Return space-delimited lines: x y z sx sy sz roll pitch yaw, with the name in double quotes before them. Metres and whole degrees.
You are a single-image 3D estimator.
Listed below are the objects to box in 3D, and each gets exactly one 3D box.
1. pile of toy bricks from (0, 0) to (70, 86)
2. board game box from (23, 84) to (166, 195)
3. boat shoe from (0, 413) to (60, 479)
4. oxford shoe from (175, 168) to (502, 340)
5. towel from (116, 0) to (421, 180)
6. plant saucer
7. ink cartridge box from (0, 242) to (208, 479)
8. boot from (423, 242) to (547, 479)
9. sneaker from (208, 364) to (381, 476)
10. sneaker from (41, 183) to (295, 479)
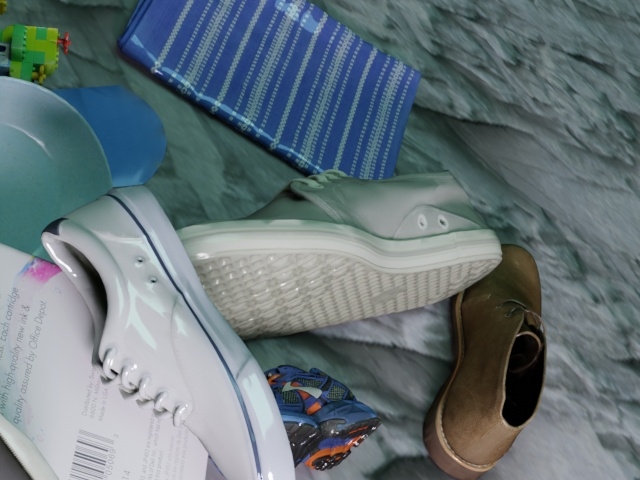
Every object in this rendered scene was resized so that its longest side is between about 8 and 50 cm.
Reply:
"pile of toy bricks" -0.272 -0.168 1.030 0.105 0.118 0.212 4 53 -13
"board game box" -0.224 -0.081 1.066 0.168 0.033 0.133 -7 50 -19
"boat shoe" -0.245 0.103 0.707 0.228 0.081 0.068 50 41 -2
"oxford shoe" 0.000 0.000 1.091 0.449 0.169 0.130 -5 65 -48
"towel" -0.042 -0.197 1.297 0.336 0.040 0.243 32 45 -15
"plant saucer" -0.266 -0.035 0.960 0.194 0.037 0.195 -2 93 -31
"ink cartridge box" -0.258 0.111 0.837 0.353 0.119 0.207 24 48 -23
"boot" 0.196 0.099 1.202 0.112 0.115 0.305 32 43 -10
"sneaker" -0.037 0.150 0.996 0.087 0.083 0.221 47 15 24
"sneaker" -0.112 0.083 0.834 0.091 0.094 0.258 -24 71 -27
